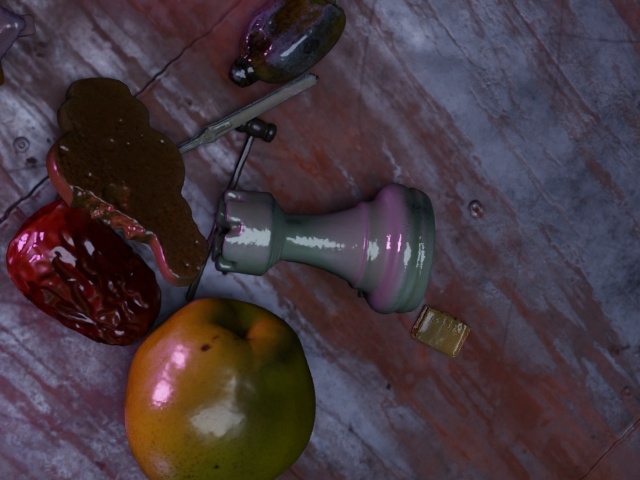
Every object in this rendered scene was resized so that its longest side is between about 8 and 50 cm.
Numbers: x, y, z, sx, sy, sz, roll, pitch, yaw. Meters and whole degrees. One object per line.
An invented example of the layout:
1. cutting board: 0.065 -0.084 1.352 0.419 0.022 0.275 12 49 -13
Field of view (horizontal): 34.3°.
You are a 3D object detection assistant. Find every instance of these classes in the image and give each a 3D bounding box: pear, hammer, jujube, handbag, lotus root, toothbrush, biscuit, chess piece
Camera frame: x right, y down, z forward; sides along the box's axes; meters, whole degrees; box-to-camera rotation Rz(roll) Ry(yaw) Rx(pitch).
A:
1. pear: -0.145 0.232 1.459 0.294 0.294 0.294 -3 101 -16
2. hammer: -0.143 -0.044 1.536 0.058 0.029 0.292 20 95 -17
3. jujube: -0.321 0.047 1.435 0.230 0.155 0.155 41 87 -25
4. handbag: 0.194 0.146 1.669 0.083 0.027 0.061 28 91 -19
5. lotus root: -0.053 -0.288 1.485 0.192 0.088 0.113 -42 92 -5
6. toothbrush: -0.133 -0.168 1.493 0.294 0.028 0.026 -27 84 -3
7. biscuit: -0.259 -0.078 1.407 0.319 0.047 0.183 50 54 2
8. chess piece: 0.000 0.000 1.503 0.299 0.194 0.194 7 98 -14

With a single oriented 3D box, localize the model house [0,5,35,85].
1. model house: -0.499 -0.279 1.284 0.237 0.237 0.202 -19 101 -41
